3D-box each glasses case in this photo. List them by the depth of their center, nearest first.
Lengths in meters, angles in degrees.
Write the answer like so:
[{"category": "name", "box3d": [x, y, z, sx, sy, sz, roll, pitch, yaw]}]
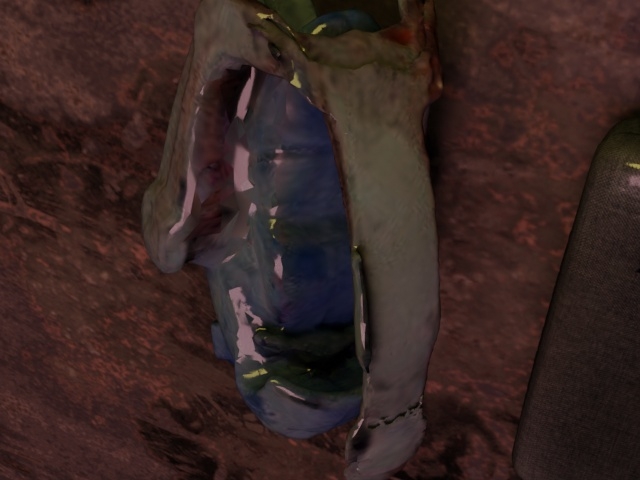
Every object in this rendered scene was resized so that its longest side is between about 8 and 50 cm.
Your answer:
[{"category": "glasses case", "box3d": [0.215, 0.069, 0.648, 0.131, 0.074, 0.323, 18, 134, 17]}]

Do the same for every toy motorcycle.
[{"category": "toy motorcycle", "box3d": [-0.023, 0.002, 0.597, 0.182, 0.241, 0.319, 2, 119, 1]}]
